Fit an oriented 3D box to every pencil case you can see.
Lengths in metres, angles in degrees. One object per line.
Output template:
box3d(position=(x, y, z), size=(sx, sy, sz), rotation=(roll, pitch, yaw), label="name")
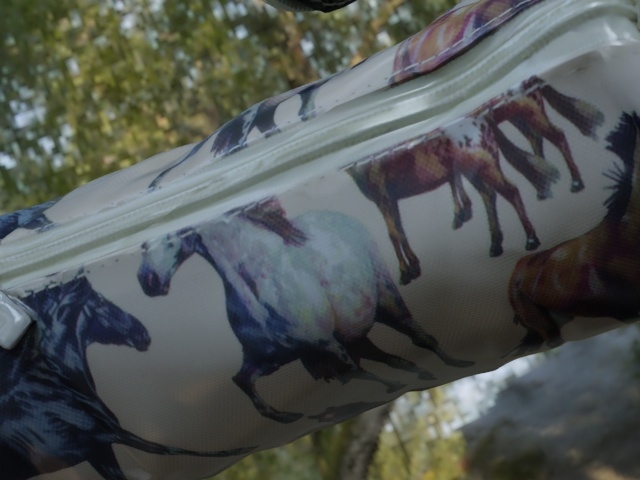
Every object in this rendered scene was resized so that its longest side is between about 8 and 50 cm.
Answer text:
box3d(position=(0.000, 0.000, 0.688), size=(0.410, 0.160, 0.183), rotation=(-23, -23, 25), label="pencil case")

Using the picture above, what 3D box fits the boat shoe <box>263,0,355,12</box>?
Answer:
box3d(position=(-0.046, -0.268, 0.790), size=(0.127, 0.340, 0.113), rotation=(-29, 21, -18), label="boat shoe")
